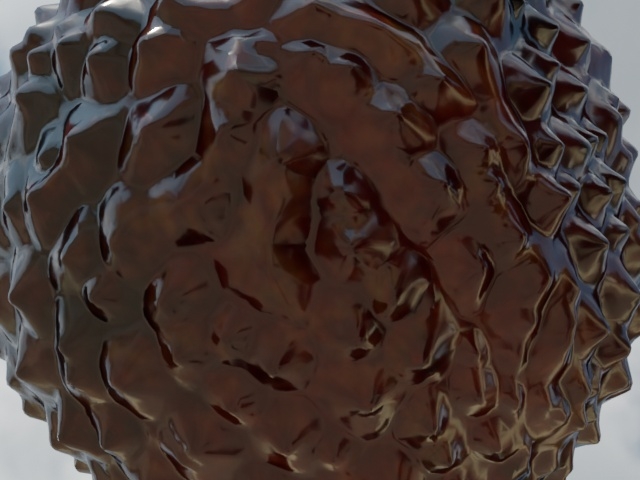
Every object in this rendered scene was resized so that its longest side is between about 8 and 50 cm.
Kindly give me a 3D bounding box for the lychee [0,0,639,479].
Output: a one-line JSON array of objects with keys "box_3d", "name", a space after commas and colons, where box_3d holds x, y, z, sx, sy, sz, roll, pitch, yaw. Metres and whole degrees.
[{"box_3d": [0.000, 0.000, 1.148, 0.425, 0.424, 0.500, 6, -22, 5], "name": "lychee"}]
